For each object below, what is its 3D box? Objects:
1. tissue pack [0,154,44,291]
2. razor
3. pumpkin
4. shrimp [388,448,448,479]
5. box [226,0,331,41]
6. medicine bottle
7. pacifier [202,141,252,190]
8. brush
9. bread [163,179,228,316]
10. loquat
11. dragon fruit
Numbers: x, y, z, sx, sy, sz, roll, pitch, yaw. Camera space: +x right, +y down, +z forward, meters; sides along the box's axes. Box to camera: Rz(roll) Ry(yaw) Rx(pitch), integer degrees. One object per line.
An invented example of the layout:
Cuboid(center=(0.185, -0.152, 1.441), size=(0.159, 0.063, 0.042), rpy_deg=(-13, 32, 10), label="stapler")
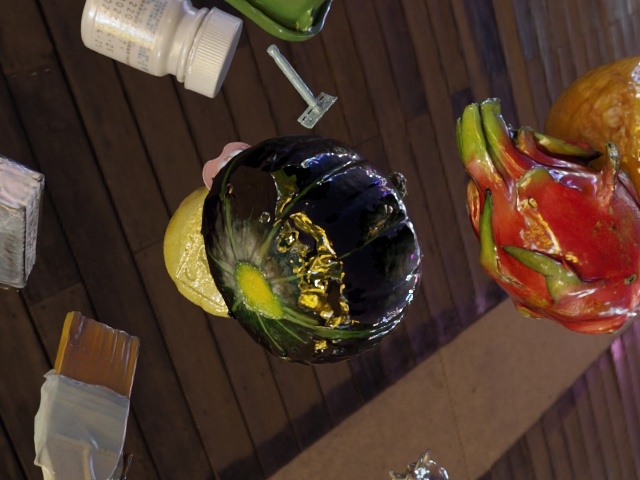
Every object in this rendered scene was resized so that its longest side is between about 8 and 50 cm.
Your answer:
Cuboid(center=(-0.673, -0.050, 1.401), size=(0.259, 0.361, 0.122), rpy_deg=(20, 58, -13), label="tissue pack")
Cuboid(center=(-0.059, -0.393, 1.822), size=(0.106, 0.068, 0.232), rpy_deg=(-51, 132, -8), label="razor")
Cuboid(center=(0.000, 0.000, 0.928), size=(0.296, 0.296, 0.295), rpy_deg=(1, 89, -44), label="pumpkin")
Cuboid(center=(0.103, 0.204, 0.451), size=(0.047, 0.126, 0.223), rpy_deg=(-44, 129, -18), label="shrimp")
Cuboid(center=(-0.071, -0.357, 0.589), size=(0.329, 0.178, 0.252), rpy_deg=(30, 56, -24), label="box")
Cuboid(center=(-0.187, -0.247, 0.871), size=(0.168, 0.105, 0.105), rpy_deg=(22, 71, -7), label="medicine bottle")
Cuboid(center=(-0.127, -0.093, 1.074), size=(0.081, 0.078, 0.099), rpy_deg=(45, 61, -2), label="pacifier")
Cuboid(center=(-0.185, 0.214, 0.528), size=(0.085, 0.020, 0.336), rpy_deg=(33, 45, -39), label="brush")
Cuboid(center=(-0.152, 0.010, 1.332), size=(0.148, 0.270, 0.269), rpy_deg=(20, 71, -82), label="bread")
Cuboid(center=(0.380, -0.113, 0.885), size=(0.193, 0.238, 0.238), rpy_deg=(0, 89, -19), label="loquat")
Cuboid(center=(0.251, -0.029, 0.768), size=(0.200, 0.198, 0.269), rpy_deg=(-7, 73, -39), label="dragon fruit")
